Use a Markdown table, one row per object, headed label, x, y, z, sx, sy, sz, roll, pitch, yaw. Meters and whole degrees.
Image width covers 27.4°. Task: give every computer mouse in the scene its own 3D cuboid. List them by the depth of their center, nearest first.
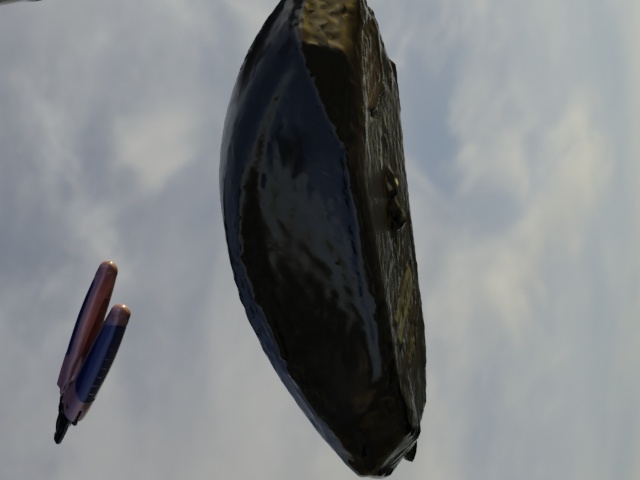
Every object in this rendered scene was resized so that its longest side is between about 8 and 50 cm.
| label | x | y | z | sx | sy | sz | roll | pitch | yaw |
| --- | --- | --- | --- | --- | --- | --- | --- | --- | --- |
| computer mouse | 0.000 | 0.000 | 0.424 | 0.099 | 0.057 | 0.172 | -70 | -27 | -67 |

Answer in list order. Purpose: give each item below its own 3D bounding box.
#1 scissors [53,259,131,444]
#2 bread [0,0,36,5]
| label | x | y | z | sx | sy | sz | roll | pitch | yaw |
| --- | --- | --- | --- | --- | --- | --- | --- | --- | --- |
| scissors | -0.114 | 0.061 | 0.637 | 0.012 | 0.039 | 0.113 | 3 | -48 | -29 |
| bread | -0.177 | -0.237 | 0.820 | 0.333 | 0.333 | 0.160 | -31 | -74 | -61 |
